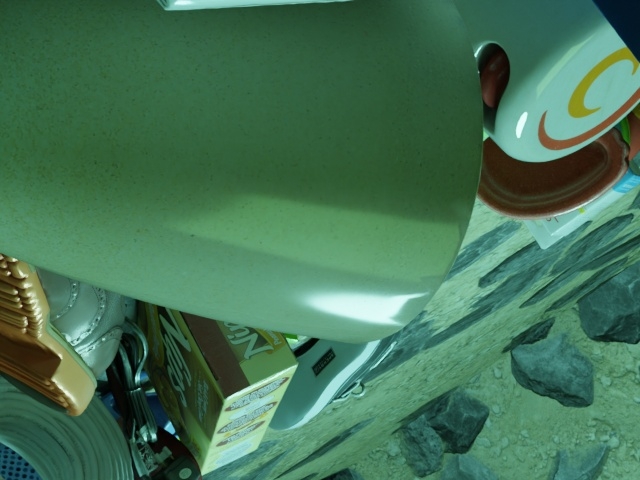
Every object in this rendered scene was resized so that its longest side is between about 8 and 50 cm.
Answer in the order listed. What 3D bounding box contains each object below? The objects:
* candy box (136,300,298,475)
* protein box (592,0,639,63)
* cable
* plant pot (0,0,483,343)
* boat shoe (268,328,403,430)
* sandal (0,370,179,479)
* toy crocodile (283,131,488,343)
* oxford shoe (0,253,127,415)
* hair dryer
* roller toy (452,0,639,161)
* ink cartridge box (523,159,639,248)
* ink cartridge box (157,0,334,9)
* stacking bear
[{"bbox_3d":[-0.125,0.127,1.094,0.088,0.182,0.316,-24,161,-22],"label":"candy box"},{"bbox_3d":[0.259,-0.244,0.682,0.201,0.199,0.136,-15,157,-41],"label":"protein box"},{"bbox_3d":[-0.297,0.227,0.977,0.089,0.257,0.257,-43,152,22],"label":"cable"},{"bbox_3d":[-0.089,-0.066,0.606,0.274,0.256,0.256,4,145,-32],"label":"plant pot"},{"bbox_3d":[0.020,0.217,1.678,0.105,0.113,0.306,10,129,-43],"label":"boat shoe"},{"bbox_3d":[-0.291,0.248,1.288,0.317,0.126,0.138,-22,153,-45],"label":"sandal"},{"bbox_3d":[0.040,-0.021,1.024,0.115,0.105,0.340,28,123,-37],"label":"toy crocodile"},{"bbox_3d":[-0.229,0.009,0.787,0.132,0.130,0.363,-58,167,-27],"label":"oxford shoe"},{"bbox_3d":[-0.192,0.199,1.126,0.080,0.223,0.293,-15,161,-24],"label":"hair dryer"},{"bbox_3d":[0.191,-0.177,0.843,0.191,0.146,0.209,-47,152,18],"label":"roller toy"},{"bbox_3d":[0.351,-0.077,1.421,0.181,0.104,0.062,-40,160,26],"label":"ink cartridge box"},{"bbox_3d":[0.042,-0.228,0.460,0.283,0.117,0.207,-14,143,-39],"label":"ink cartridge box"},{"bbox_3d":[0.289,-0.120,1.151,0.164,0.175,0.289,-45,165,31],"label":"stacking bear"}]
